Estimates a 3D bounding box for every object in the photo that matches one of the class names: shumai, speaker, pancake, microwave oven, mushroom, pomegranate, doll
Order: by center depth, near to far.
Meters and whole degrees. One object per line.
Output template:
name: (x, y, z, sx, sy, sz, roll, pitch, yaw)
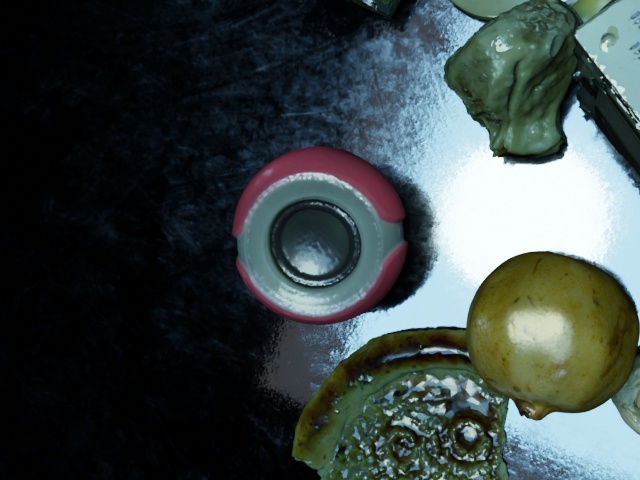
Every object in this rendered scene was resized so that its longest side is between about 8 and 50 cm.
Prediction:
microwave oven: (0.523, -0.191, 1.248, 0.247, 0.394, 0.333, -38, 78, 14)
pomegranate: (0.349, 0.146, 1.374, 0.264, 0.264, 0.264, 0, 90, 19)
mushroom: (0.525, 0.240, 1.395, 0.148, 0.112, 0.148, 0, 89, 27)
shumai: (0.326, -0.247, 1.401, 0.225, 0.260, 0.222, -29, 82, 1)
doll: (0.461, -0.385, 1.447, 0.106, 0.062, 0.162, 42, 102, 10)
speaker: (0.000, 0.000, 1.493, 0.294, 0.294, 0.294, 0, 90, 19)
pancake: (0.136, 0.313, 1.551, 0.427, 0.067, 0.304, -14, 87, 16)

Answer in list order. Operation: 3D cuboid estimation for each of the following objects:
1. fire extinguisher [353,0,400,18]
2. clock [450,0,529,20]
fire extinguisher: (0.154, -0.529, 1.532, 0.093, 0.118, 0.294, 25, 101, -18)
clock: (0.308, -0.488, 1.519, 0.235, 0.029, 0.235, -1, 88, 20)
